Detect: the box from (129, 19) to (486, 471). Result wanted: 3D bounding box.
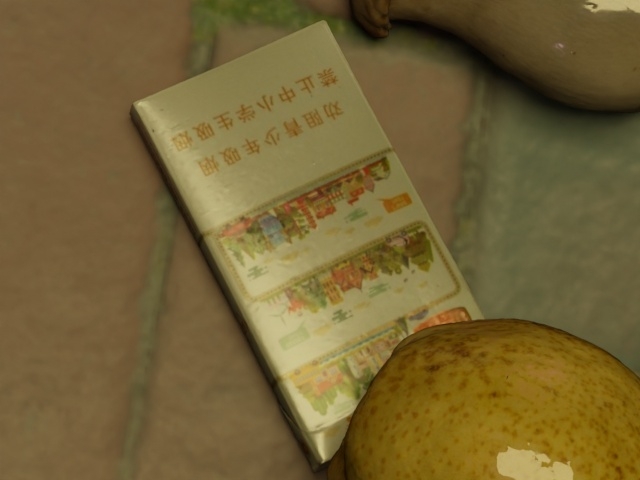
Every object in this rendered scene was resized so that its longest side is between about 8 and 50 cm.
[{"bbox_3d":[0.000,0.000,1.074,0.122,0.032,0.220,-24,78,-17],"label":"box"}]

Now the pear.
[{"bbox_3d":[0.089,0.119,0.980,0.178,0.178,0.178,3,73,-10],"label":"pear"}]

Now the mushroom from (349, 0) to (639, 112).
[{"bbox_3d":[0.118,-0.130,1.101,0.212,0.097,0.088,22,81,-3],"label":"mushroom"}]
